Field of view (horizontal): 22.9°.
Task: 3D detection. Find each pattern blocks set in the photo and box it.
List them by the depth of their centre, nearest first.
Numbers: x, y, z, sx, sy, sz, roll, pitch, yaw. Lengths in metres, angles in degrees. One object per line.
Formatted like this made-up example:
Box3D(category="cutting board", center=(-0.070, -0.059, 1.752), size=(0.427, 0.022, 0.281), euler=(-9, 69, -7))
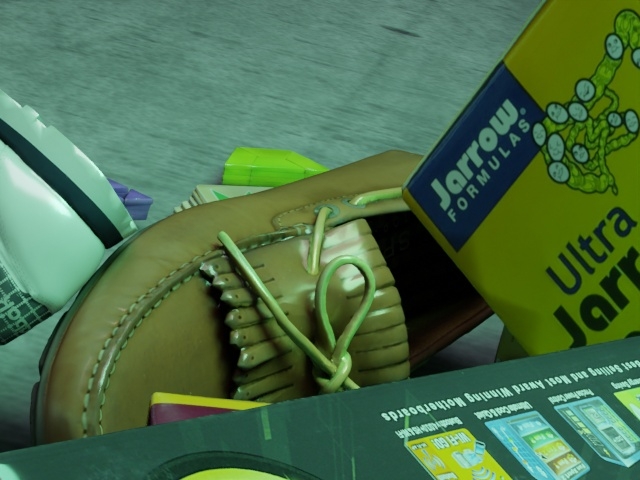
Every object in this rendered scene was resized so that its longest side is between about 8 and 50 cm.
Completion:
Box3D(category="pattern blocks set", center=(0.000, 0.000, 1.115), size=(0.325, 0.026, 0.285), euler=(5, 24, -16))

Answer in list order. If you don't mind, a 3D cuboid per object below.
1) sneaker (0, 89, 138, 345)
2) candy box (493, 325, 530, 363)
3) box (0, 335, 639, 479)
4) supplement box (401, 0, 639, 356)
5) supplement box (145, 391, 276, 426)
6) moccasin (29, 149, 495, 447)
Box3D(category="sneaker", center=(-0.200, -0.047, 0.783), size=(0.235, 0.095, 0.090), euler=(37, -9, 26))
Box3D(category="candy box", center=(0.168, 0.048, 0.981), size=(0.053, 0.109, 0.186), euler=(22, 25, 23))
Box3D(category="box", center=(0.104, 0.180, 0.480), size=(0.395, 0.097, 0.318), euler=(-2, 46, -50))
Box3D(category="supplement box", center=(0.247, 0.029, 0.790), size=(0.194, 0.195, 0.356), euler=(-15, 59, -47))
Box3D(category="supplement box", center=(-0.034, 0.154, 0.636), size=(0.081, 0.104, 0.188), euler=(7, 23, -11))
Box3D(category="moccasin", center=(-0.001, 0.047, 0.849), size=(0.147, 0.139, 0.380), euler=(10, 17, 34))
